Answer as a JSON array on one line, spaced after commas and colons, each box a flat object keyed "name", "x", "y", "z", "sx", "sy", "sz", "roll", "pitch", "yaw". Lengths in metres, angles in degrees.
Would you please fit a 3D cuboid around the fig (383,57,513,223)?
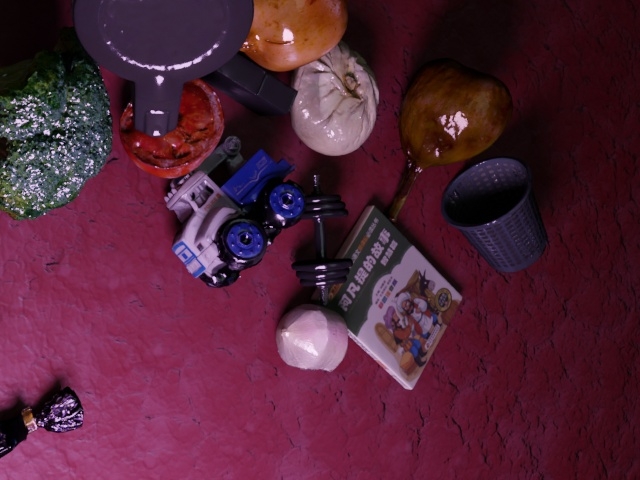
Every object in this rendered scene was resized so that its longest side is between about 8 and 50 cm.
[{"name": "fig", "x": 0.186, "y": -0.180, "z": 2.019, "sx": 0.290, "sy": 0.190, "sz": 0.191, "roll": -43, "pitch": 115, "yaw": -11}]

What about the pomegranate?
[{"name": "pomegranate", "x": -0.060, "y": -0.359, "z": 1.804, "sx": 0.209, "sy": 0.209, "sz": 0.209, "roll": 1, "pitch": 89, "yaw": -37}]

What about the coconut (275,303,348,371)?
[{"name": "coconut", "x": -0.019, "y": 0.156, "z": 1.890, "sx": 0.124, "sy": 0.110, "sz": 0.110, "roll": 15, "pitch": 80, "yaw": -43}]

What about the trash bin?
[{"name": "trash bin", "x": 0.322, "y": -0.037, "z": 2.126, "sx": 0.175, "sy": 0.175, "sz": 0.161, "roll": -55, "pitch": 131, "yaw": -24}]

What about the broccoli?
[{"name": "broccoli", "x": -0.401, "y": -0.152, "z": 1.556, "sx": 0.269, "sy": 0.269, "sz": 0.254, "roll": 62, "pitch": 15, "yaw": -19}]

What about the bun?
[{"name": "bun", "x": 0.025, "y": -0.231, "z": 1.922, "sx": 0.164, "sy": 0.111, "sz": 0.188, "roll": 2, "pitch": 91, "yaw": -34}]

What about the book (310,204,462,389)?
[{"name": "book", "x": 0.118, "y": 0.099, "z": 2.041, "sx": 0.264, "sy": 0.027, "sz": 0.202, "roll": 45, "pitch": 65, "yaw": -28}]

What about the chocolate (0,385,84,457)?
[{"name": "chocolate", "x": -0.395, "y": 0.248, "z": 1.624, "sx": 0.147, "sy": 0.072, "sz": 0.070, "roll": -13, "pitch": 94, "yaw": -42}]

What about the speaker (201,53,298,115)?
[{"name": "speaker", "x": -0.143, "y": -0.257, "z": 1.811, "sx": 0.218, "sy": 0.082, "sz": 0.044, "roll": 29, "pitch": 77, "yaw": -34}]

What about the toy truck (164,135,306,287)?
[{"name": "toy truck", "x": -0.138, "y": -0.048, "z": 1.787, "sx": 0.177, "sy": 0.161, "sz": 0.213, "roll": 46, "pitch": 62, "yaw": -5}]

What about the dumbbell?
[{"name": "dumbbell", "x": 0.000, "y": 0.000, "z": 1.907, "sx": 0.099, "sy": 0.099, "sz": 0.209, "roll": -6, "pitch": 93, "yaw": -37}]

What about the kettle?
[{"name": "kettle", "x": -0.225, "y": -0.364, "z": 1.586, "sx": 0.249, "sy": 0.361, "sz": 0.377, "roll": 2, "pitch": 48, "yaw": -16}]

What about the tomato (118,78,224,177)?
[{"name": "tomato", "x": -0.218, "y": -0.157, "z": 1.743, "sx": 0.139, "sy": 0.091, "sz": 0.159, "roll": 41, "pitch": 68, "yaw": 7}]
